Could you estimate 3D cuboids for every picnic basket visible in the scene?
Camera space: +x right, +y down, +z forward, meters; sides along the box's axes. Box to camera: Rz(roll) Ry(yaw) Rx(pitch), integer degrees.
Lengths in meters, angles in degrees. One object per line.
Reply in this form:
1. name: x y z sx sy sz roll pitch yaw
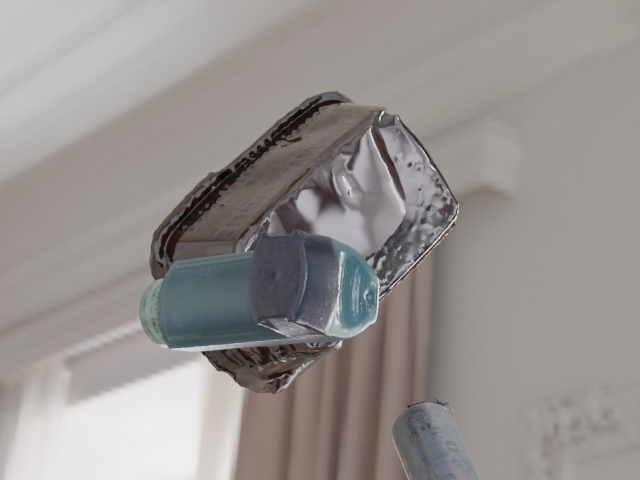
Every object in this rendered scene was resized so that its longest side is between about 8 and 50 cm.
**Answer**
1. picnic basket: 0.000 0.000 1.762 0.222 0.297 0.129 54 -25 -15

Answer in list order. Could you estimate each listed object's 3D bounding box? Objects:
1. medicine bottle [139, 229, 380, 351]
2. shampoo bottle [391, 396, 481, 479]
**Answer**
1. medicine bottle: -0.060 0.047 1.497 0.124 0.079 0.258 10 -13 -40
2. shampoo bottle: 0.124 0.242 1.730 0.072 0.214 0.072 -7 -55 -11
